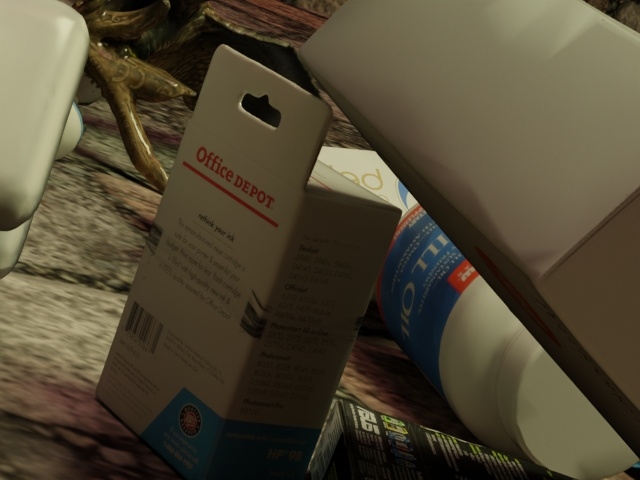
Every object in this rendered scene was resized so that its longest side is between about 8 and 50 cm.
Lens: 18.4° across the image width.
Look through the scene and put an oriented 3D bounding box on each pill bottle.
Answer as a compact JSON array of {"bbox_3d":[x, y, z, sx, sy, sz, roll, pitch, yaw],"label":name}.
[{"bbox_3d":[0.116,0.051,1.118,0.124,0.124,0.221,16,11,-19],"label":"pill bottle"}]

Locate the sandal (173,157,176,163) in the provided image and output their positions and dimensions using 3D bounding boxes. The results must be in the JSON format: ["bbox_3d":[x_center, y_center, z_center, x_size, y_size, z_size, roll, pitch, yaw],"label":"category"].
[{"bbox_3d":[0.000,0.000,1.321,0.219,0.060,0.090,19,48,-7],"label":"sandal"}]

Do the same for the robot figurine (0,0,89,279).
[{"bbox_3d":[-0.290,-0.093,0.901,0.353,0.200,0.300,19,-29,-10],"label":"robot figurine"}]

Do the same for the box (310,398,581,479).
[{"bbox_3d":[0.091,0.140,0.864,0.184,0.045,0.191,21,10,-8],"label":"box"}]

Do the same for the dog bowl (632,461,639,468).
[{"bbox_3d":[0.208,0.047,1.235,0.074,0.166,0.297,28,6,-30],"label":"dog bowl"}]

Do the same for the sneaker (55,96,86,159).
[{"bbox_3d":[-0.275,-0.106,1.335,0.237,0.085,0.086,23,37,-4],"label":"sneaker"}]

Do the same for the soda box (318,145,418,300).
[{"bbox_3d":[0.026,-0.010,1.248,0.216,0.069,0.074,4,53,-29],"label":"soda box"}]

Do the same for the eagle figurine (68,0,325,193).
[{"bbox_3d":[-0.124,-0.164,1.582,0.225,0.226,0.298,3,9,23],"label":"eagle figurine"}]

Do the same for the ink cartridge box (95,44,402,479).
[{"bbox_3d":[-0.029,0.013,0.900,0.060,0.180,0.104,11,15,-38],"label":"ink cartridge box"}]

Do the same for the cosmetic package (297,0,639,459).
[{"bbox_3d":[0.170,0.063,0.787,0.377,0.097,0.284,48,-1,-25],"label":"cosmetic package"}]
